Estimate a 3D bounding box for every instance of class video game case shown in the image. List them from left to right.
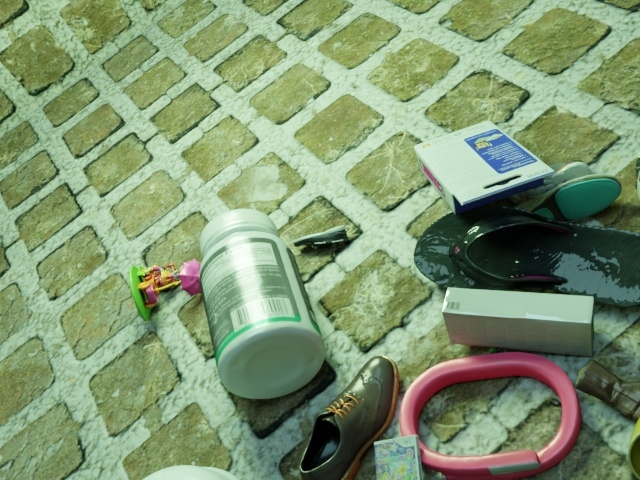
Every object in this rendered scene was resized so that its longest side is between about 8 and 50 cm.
[{"bbox_3d":[0.126,0.380,1.194,0.087,0.011,0.122,-23,59,39],"label":"video game case"}]

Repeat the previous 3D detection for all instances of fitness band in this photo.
[{"bbox_3d":[0.273,0.285,1.216,0.291,0.054,0.209,-10,46,20],"label":"fitness band"}]

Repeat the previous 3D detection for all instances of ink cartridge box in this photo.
[{"bbox_3d":[0.310,-0.139,1.448,0.176,0.069,0.371,-19,22,1],"label":"ink cartridge box"}]

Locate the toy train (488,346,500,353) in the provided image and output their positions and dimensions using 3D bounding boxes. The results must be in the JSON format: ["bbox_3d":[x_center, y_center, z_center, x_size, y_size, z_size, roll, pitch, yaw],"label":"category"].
[{"bbox_3d":[0.297,0.165,1.327,0.024,0.017,0.083,-33,43,14],"label":"toy train"}]

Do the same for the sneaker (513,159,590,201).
[{"bbox_3d":[0.452,-0.121,1.476,0.158,0.061,0.065,-12,21,19],"label":"sneaker"}]

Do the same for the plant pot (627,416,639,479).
[{"bbox_3d":[0.504,0.277,1.051,0.134,0.134,0.095,-8,24,23],"label":"plant pot"}]

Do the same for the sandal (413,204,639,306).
[{"bbox_3d":[0.364,0.018,1.312,0.446,0.107,0.167,4,84,31],"label":"sandal"}]

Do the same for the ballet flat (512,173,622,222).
[{"bbox_3d":[0.439,-0.067,1.413,0.248,0.086,0.086,-25,45,10],"label":"ballet flat"}]

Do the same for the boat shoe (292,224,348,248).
[{"bbox_3d":[0.000,0.000,1.620,0.125,0.038,0.046,-16,3,15],"label":"boat shoe"}]

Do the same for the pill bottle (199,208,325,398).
[{"bbox_3d":[-0.130,0.113,1.475,0.204,0.204,0.361,-27,44,6],"label":"pill bottle"}]

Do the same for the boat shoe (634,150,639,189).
[{"bbox_3d":[0.687,-0.116,1.330,0.233,0.084,0.079,7,92,25],"label":"boat shoe"}]

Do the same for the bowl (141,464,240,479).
[{"bbox_3d":[-0.261,0.501,1.261,0.298,0.134,0.298,-15,46,17],"label":"bowl"}]

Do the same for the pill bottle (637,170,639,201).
[{"bbox_3d":[0.598,-0.080,1.145,0.176,0.318,0.176,2,97,17],"label":"pill bottle"}]

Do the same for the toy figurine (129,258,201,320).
[{"bbox_3d":[-0.336,0.092,1.700,0.159,0.130,0.173,-16,20,-2],"label":"toy figurine"}]

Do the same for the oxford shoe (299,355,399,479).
[{"bbox_3d":[0.053,0.305,1.281,0.097,0.098,0.271,10,58,35],"label":"oxford shoe"}]

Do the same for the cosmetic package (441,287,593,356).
[{"bbox_3d":[0.334,0.135,1.257,0.239,0.099,0.060,3,48,23],"label":"cosmetic package"}]

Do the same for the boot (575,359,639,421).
[{"bbox_3d":[0.467,0.211,1.160,0.114,0.037,0.106,31,73,28],"label":"boot"}]
